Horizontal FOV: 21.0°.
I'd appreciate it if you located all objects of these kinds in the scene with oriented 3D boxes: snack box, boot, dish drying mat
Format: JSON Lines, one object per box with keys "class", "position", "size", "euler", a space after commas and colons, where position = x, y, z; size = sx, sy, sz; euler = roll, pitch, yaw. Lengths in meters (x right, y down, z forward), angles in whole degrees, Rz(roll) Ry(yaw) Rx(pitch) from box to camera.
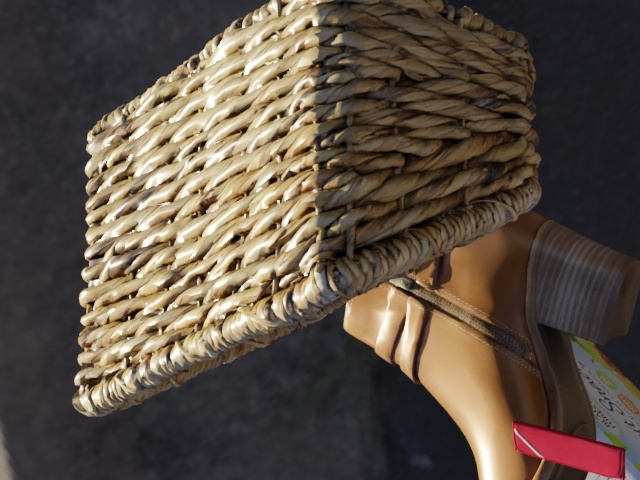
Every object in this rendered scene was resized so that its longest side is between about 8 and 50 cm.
{"class": "snack box", "position": [0.263, 0.182, 1.616], "size": [0.207, 0.174, 0.070], "euler": [47, 111, 22]}
{"class": "boot", "position": [0.107, 0.106, 1.346], "size": [0.220, 0.109, 0.283], "euler": [19, 101, 26]}
{"class": "dish drying mat", "position": [0.176, 0.149, 1.229], "size": [0.083, 0.008, 0.032], "euler": [14, 132, 26]}

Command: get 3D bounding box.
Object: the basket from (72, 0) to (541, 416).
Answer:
{"class": "basket", "position": [0.000, 0.000, 1.110], "size": [0.299, 0.213, 0.223], "euler": [-29, 53, 45]}
